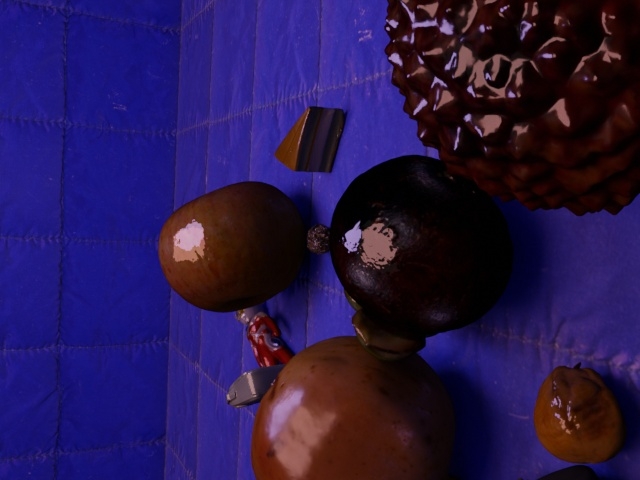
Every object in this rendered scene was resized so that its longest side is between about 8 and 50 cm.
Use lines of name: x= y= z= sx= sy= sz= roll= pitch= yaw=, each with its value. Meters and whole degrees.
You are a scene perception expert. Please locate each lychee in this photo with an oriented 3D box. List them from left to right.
lychee: x=0.275 y=-0.254 z=0.717 sx=0.500 sy=0.424 sz=0.424 roll=-100 pitch=26 yaw=-52

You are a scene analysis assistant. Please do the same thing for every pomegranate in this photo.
pomegranate: x=0.084 y=0.368 z=1.121 sx=0.410 sy=0.410 sz=0.410 roll=-4 pitch=85 yaw=62

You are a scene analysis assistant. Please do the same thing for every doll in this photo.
doll: x=-0.165 y=0.302 z=1.873 sx=0.384 sy=0.099 sz=0.188 roll=55 pitch=136 yaw=44

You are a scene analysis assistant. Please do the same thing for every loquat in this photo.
loquat: x=0.357 y=0.239 z=0.860 sx=0.137 sy=0.113 sz=0.137 roll=178 pitch=90 yaw=-88

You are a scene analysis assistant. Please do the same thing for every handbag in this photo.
handbag: x=-0.122 y=0.375 z=1.606 sx=0.219 sy=0.256 sz=0.079 roll=-38 pitch=61 yaw=47

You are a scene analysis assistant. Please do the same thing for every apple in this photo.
apple: x=-0.229 y=0.026 z=1.705 sx=0.400 sy=0.400 sz=0.333 roll=-19 pitch=97 yaw=61

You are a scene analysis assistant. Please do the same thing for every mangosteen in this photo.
mangosteen: x=0.155 y=0.018 z=1.029 sx=0.330 sy=0.330 sz=0.330 roll=-4 pitch=85 yaw=62

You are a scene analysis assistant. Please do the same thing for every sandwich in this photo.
sandwich: x=-0.032 y=-0.275 z=1.603 sx=0.144 sy=0.117 sz=0.187 roll=49 pitch=132 yaw=48

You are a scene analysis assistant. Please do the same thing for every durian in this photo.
durian: x=0.000 y=0.000 z=1.589 sx=0.091 sy=0.080 sz=0.080 roll=105 pitch=154 yaw=-58

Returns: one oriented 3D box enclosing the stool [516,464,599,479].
stool: x=0.340 y=0.401 z=0.868 sx=0.153 sy=0.228 sz=0.139 roll=-33 pitch=76 yaw=10
